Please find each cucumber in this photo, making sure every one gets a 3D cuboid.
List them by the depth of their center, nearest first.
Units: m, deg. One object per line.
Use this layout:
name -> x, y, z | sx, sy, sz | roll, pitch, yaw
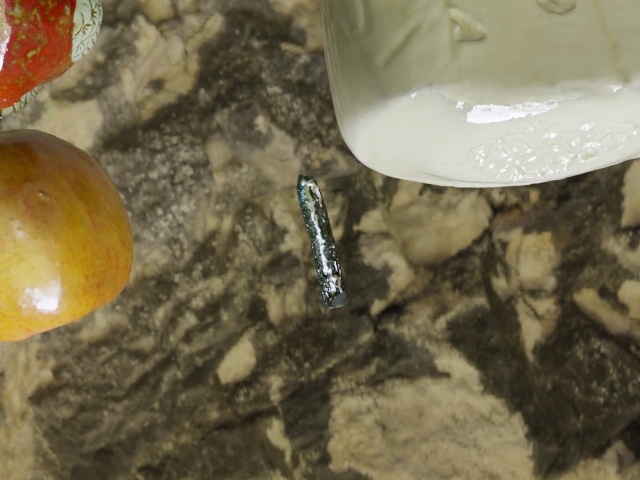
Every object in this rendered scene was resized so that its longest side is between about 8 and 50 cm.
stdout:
cucumber -> 0.001, 0.000, 1.616 | 0.043, 0.257, 0.044 | -16, -149, -3

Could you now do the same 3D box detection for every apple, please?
apple -> -0.406, 0.001, 1.356 | 0.299, 0.299, 0.275 | -33, -92, -19

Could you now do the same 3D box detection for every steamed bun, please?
steamed bun -> 0.225, -0.248, 1.154 | 0.456, 0.290, 0.371 | -4, -110, -4

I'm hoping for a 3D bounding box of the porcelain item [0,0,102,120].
porcelain item -> -0.387, -0.245, 1.203 | 0.253, 0.253, 0.253 | -5, -133, 6
